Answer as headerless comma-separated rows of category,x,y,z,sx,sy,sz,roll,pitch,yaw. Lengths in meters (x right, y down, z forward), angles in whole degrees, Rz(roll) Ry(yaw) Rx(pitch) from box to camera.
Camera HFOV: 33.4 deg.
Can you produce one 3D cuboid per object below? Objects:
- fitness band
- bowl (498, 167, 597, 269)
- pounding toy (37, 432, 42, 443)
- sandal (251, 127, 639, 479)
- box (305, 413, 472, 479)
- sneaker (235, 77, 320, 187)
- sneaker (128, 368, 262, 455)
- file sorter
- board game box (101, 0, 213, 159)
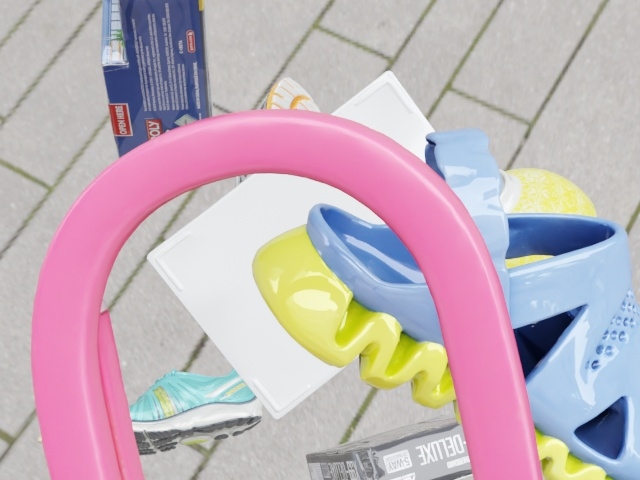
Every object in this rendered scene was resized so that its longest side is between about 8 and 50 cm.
fitness band,-0.012,0.087,0.474,0.209,0.054,0.290,-12,97,7
bowl,0.319,-0.032,1.873,0.289,0.156,0.289,-31,32,21
pounding toy,-0.388,0.322,1.763,0.155,0.154,0.269,-12,88,-17
sandal,0.127,0.046,0.587,0.317,0.126,0.138,28,109,-20
box,0.138,0.304,1.524,0.242,0.307,0.076,-12,81,-20
sneaker,-0.059,-0.111,1.270,0.083,0.084,0.215,-27,34,38
sneaker,-0.225,0.250,1.592,0.275,0.107,0.110,-8,61,-15
file sorter,0.000,0.000,1.053,0.278,0.173,0.193,-38,98,-4
board game box,-0.096,-0.172,0.620,0.060,0.194,0.194,-3,57,-5
